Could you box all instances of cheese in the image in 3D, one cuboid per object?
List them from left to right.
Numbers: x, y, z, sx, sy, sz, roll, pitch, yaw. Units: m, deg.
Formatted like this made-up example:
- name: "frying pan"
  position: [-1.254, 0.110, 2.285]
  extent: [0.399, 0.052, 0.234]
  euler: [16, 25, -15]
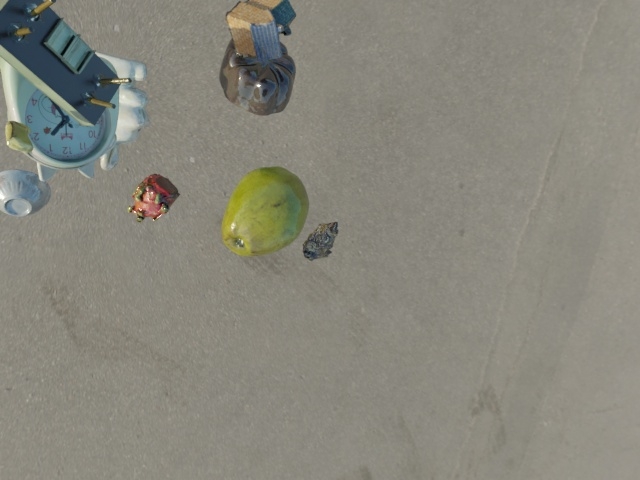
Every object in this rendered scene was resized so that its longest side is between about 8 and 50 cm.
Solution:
- name: "cheese"
  position: [-0.540, -0.188, 0.890]
  extent: [0.030, 0.083, 0.044]
  euler: [-49, 136, 12]

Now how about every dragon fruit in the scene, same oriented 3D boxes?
- name: "dragon fruit"
  position: [-0.617, -0.147, 1.827]
  extent: [0.160, 0.166, 0.172]
  euler: [13, 129, -45]

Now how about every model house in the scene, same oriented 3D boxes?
- name: "model house"
  position: [-0.169, -0.674, 1.571]
  extent: [0.182, 0.172, 0.166]
  euler: [-57, 156, -24]

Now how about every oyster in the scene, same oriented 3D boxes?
- name: "oyster"
  position: [0.000, 0.001, 1.204]
  extent: [0.086, 0.029, 0.132]
  euler: [2, 132, -5]

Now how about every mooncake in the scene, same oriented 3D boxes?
- name: "mooncake"
  position: [-0.229, -0.619, 1.825]
  extent: [0.306, 0.154, 0.305]
  euler: [11, 57, -18]

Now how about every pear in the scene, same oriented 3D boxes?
- name: "pear"
  position: [-0.173, -0.089, 1.557]
  extent: [0.307, 0.253, 0.252]
  euler: [-53, 122, -36]

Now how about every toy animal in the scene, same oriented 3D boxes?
- name: "toy animal"
  position: [-0.685, -0.426, 1.616]
  extent: [0.242, 0.196, 0.367]
  euler: [-4, 114, -18]

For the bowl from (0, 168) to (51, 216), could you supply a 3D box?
- name: "bowl"
  position: [-1.005, -0.136, 1.651]
  extent: [0.189, 0.086, 0.189]
  euler: [-14, 139, -12]

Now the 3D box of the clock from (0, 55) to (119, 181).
- name: "clock"
  position: [-0.659, -0.315, 1.262]
  extent: [0.265, 0.109, 0.323]
  euler: [-12, 116, -48]

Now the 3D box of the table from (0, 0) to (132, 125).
- name: "table"
  position: [-0.466, -0.334, 0.910]
  extent: [0.240, 0.111, 0.121]
  euler: [49, 54, -53]
